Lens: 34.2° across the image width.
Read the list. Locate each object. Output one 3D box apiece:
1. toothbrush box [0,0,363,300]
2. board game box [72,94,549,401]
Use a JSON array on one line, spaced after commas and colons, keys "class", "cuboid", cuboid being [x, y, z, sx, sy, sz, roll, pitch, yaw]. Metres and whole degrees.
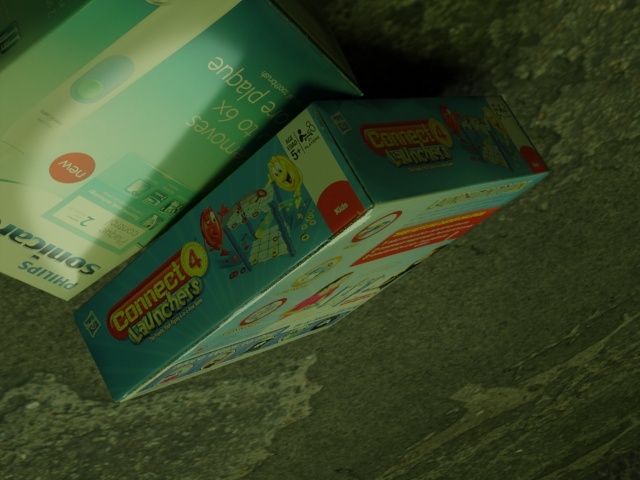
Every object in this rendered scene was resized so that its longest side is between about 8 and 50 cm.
[{"class": "toothbrush box", "cuboid": [-0.157, -0.110, 0.730, 0.295, 0.126, 0.216, -32, 146, 15]}, {"class": "board game box", "cuboid": [0.000, 0.000, 0.884, 0.302, 0.086, 0.308, -38, 166, 32]}]
